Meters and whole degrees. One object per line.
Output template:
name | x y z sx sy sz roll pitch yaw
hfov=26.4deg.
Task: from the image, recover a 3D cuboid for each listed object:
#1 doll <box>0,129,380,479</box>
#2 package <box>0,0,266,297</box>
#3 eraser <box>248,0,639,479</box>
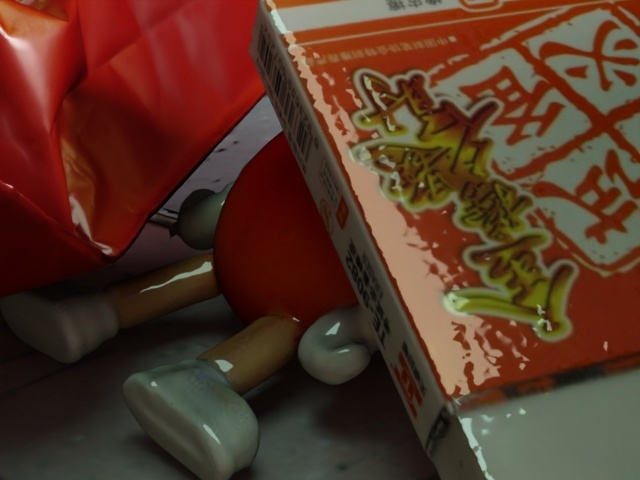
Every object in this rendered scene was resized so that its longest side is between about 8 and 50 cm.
doll | 0.000 0.000 0.537 0.217 0.085 0.183 -36 35 -23
package | -0.143 -0.069 0.590 0.196 0.123 0.423 -18 17 19
eraser | 0.086 -0.004 0.456 0.157 0.038 0.230 -11 56 -20
